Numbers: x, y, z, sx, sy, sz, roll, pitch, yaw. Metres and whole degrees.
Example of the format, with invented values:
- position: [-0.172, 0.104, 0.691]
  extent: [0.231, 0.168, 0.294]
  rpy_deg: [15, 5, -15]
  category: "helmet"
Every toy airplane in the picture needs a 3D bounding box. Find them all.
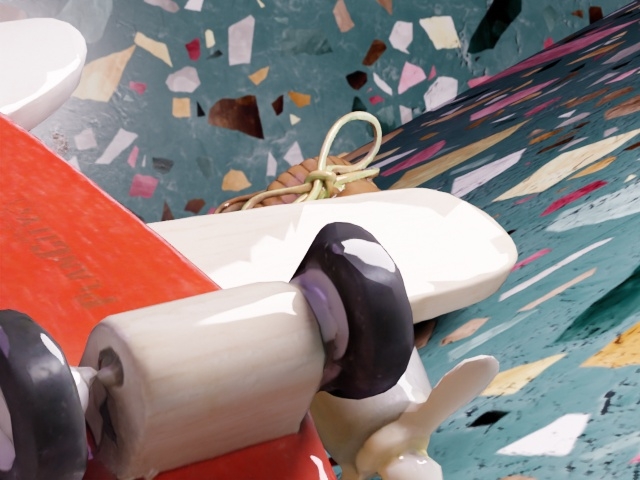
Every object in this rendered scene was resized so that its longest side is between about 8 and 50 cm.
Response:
- position: [-0.127, 0.064, 0.664]
  extent: [0.386, 0.272, 0.384]
  rpy_deg: [8, 29, 9]
  category: "toy airplane"

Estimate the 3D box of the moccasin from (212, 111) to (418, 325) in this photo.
- position: [0.003, -0.001, 1.148]
  extent: [0.139, 0.147, 0.380]
  rpy_deg: [-28, 7, -12]
  category: "moccasin"
